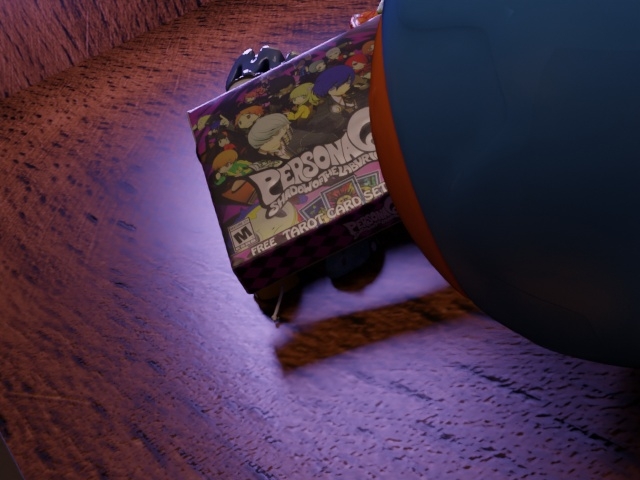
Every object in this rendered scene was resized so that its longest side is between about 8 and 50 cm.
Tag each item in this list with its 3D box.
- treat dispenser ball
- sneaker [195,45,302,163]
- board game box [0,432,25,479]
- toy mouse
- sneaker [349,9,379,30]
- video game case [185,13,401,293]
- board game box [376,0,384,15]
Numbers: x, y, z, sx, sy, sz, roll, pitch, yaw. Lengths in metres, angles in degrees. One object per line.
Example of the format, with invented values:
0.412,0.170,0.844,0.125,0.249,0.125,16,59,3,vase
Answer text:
0.169,-0.079,0.576,0.288,0.288,0.288,-20,20,8,treat dispenser ball
0.003,-0.087,1.058,0.315,0.127,0.182,4,48,37,sneaker
-0.371,0.193,0.748,0.303,0.097,0.224,-30,20,-24,board game box
0.000,0.000,0.936,0.143,0.031,0.161,-26,20,-9,toy mouse
0.077,-0.293,1.570,0.067,0.064,0.175,-9,25,9,sneaker
0.015,-0.085,0.925,0.232,0.042,0.210,-26,45,5,video game case
0.152,-0.191,1.064,0.092,0.181,0.043,15,79,59,board game box
